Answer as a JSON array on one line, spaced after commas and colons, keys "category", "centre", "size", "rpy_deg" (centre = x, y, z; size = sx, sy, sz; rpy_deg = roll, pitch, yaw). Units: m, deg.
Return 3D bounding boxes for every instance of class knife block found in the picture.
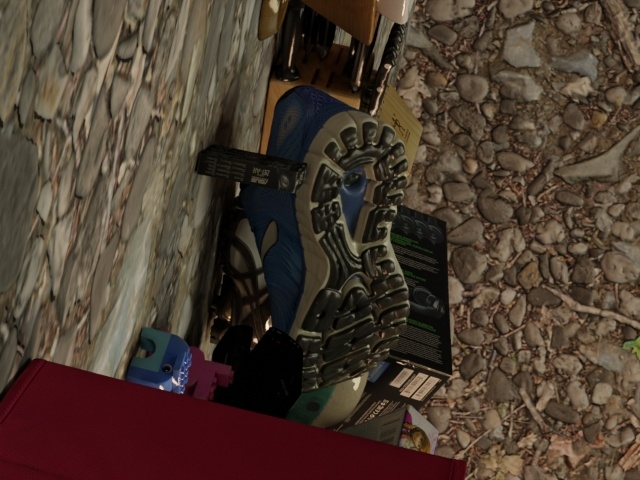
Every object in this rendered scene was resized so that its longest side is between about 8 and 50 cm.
[{"category": "knife block", "centre": [-0.019, -0.151, 1.859], "size": [0.275, 0.242, 0.088], "rpy_deg": [-25, -152, 32]}]

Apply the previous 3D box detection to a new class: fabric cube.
[{"category": "fabric cube", "centre": [-0.081, 0.246, 0.956], "size": [0.259, 0.258, 0.254], "rpy_deg": [-67, 169, -68]}]

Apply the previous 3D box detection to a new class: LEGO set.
[{"category": "LEGO set", "centre": [-0.111, 0.154, 1.371], "size": [0.087, 0.093, 0.227], "rpy_deg": [97, 7, -53]}]

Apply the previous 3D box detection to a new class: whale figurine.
[{"category": "whale figurine", "centre": [-0.048, 0.166, 2.200], "size": [0.272, 0.141, 0.216], "rpy_deg": [-49, -150, 41]}]

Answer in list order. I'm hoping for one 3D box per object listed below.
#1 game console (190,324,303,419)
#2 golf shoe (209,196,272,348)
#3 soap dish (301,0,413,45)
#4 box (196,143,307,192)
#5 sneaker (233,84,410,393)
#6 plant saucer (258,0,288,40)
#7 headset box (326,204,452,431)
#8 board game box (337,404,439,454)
[{"category": "game console", "centre": [-0.087, 0.152, 1.590], "size": [0.213, 0.044, 0.361], "rpy_deg": [-53, -172, 12]}, {"category": "golf shoe", "centre": [-0.052, 0.025, 1.761], "size": [0.077, 0.093, 0.198], "rpy_deg": [-70, 170, -51]}, {"category": "soap dish", "centre": [0.053, -0.360, 1.654], "size": [0.229, 0.118, 0.291], "rpy_deg": [93, 8, -47]}, {"category": "box", "centre": [-0.056, -0.060, 1.495], "size": [0.067, 0.083, 0.018], "rpy_deg": [-59, 159, -79]}, {"category": "sneaker", "centre": [0.000, 0.000, 1.665], "size": [0.147, 0.129, 0.330], "rpy_deg": [49, -37, 44]}, {"category": "plant saucer", "centre": [-0.040, -0.224, 1.665], "size": [0.083, 0.015, 0.083], "rpy_deg": [13, 90, -85]}, {"category": "headset box", "centre": [0.057, 0.113, 2.381], "size": [0.246, 0.131, 0.283], "rpy_deg": [-51, -153, 43]}, {"category": "board game box", "centre": [-0.023, 0.377, 2.146], "size": [0.318, 0.066, 0.319], "rpy_deg": [-24, -146, 38]}]
